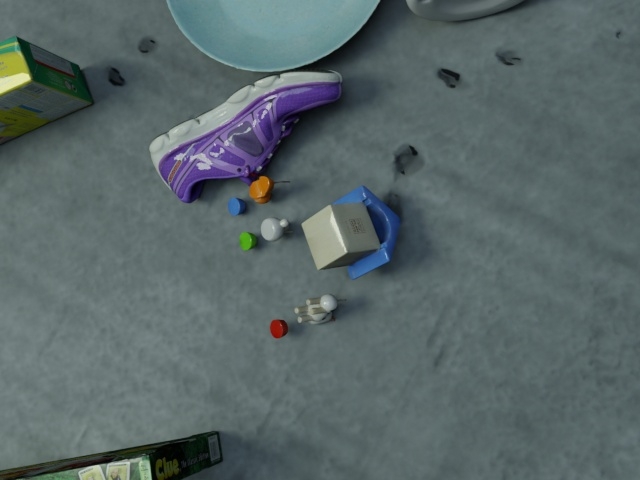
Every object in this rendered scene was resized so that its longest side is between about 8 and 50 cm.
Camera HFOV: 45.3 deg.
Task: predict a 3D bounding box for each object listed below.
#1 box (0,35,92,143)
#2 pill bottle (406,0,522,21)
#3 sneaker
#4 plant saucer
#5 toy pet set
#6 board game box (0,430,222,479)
[{"bbox_3d":[-0.295,-0.105,0.639,0.179,0.105,0.043,-23,86,9],"label":"box"},{"bbox_3d":[0.101,-0.275,0.573,0.108,0.108,0.193,-11,81,11],"label":"pill bottle"},{"bbox_3d":[-0.053,-0.084,0.618,0.170,0.068,0.071,-27,94,17],"label":"sneaker"},{"bbox_3d":[-0.033,-0.228,0.632,0.195,0.037,0.195,-1,84,13],"label":"plant saucer"},{"bbox_3d":[0.000,0.000,0.601,0.114,0.065,0.122,-32,73,43],"label":"toy pet set"},{"bbox_3d":[-0.218,0.185,0.577,0.260,0.136,0.030,-13,78,10],"label":"board game box"}]
